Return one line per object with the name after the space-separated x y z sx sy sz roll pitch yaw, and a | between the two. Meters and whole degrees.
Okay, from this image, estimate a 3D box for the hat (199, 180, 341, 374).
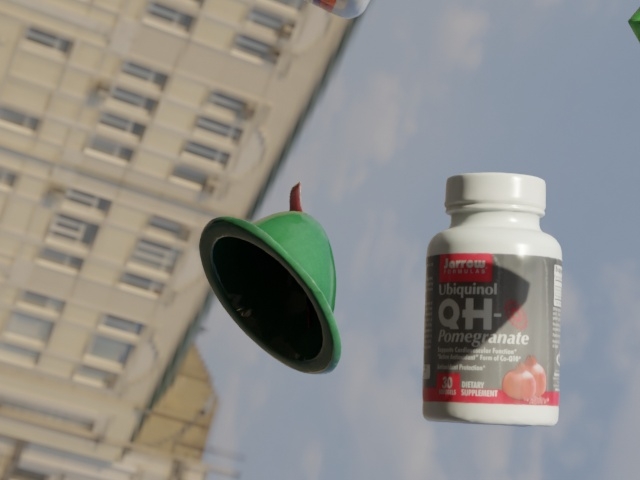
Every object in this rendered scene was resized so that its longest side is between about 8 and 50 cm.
0.000 0.000 1.449 0.183 0.208 0.173 -38 156 -30 | hat

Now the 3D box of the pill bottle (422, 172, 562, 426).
0.223 0.078 1.936 0.176 0.176 0.318 167 -74 -68 | pill bottle

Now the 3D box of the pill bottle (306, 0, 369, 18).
-0.062 -0.404 1.764 0.181 0.323 0.181 -155 -90 -88 | pill bottle

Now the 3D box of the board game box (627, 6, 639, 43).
0.436 -0.158 1.438 0.213 0.317 0.046 -48 -150 -20 | board game box
